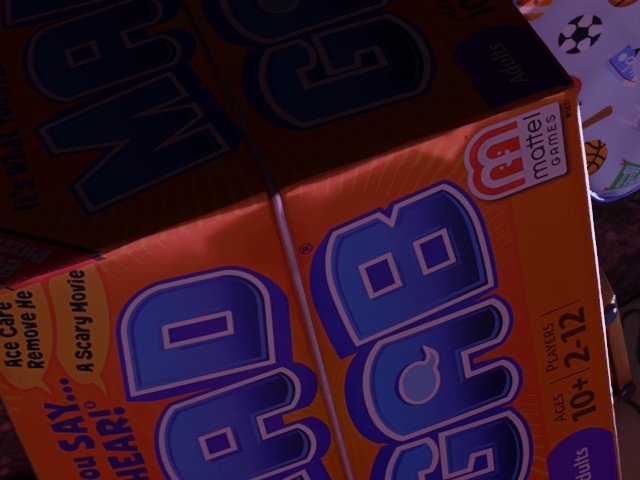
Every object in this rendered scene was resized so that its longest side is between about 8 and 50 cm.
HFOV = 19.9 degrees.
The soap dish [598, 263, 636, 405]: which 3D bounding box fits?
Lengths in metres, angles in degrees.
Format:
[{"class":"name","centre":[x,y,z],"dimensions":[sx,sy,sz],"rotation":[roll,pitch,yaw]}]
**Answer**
[{"class":"soap dish","centre":[0.157,0.141,1.655],"dimensions":[0.291,0.118,0.229],"rotation":[-42,148,-12]}]

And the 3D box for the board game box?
[{"class":"board game box","centre":[-0.044,-0.001,1.217],"dimensions":[0.356,0.356,0.356],"rotation":[-20,131,-6]}]

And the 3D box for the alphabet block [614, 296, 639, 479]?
[{"class":"alphabet block","centre":[0.316,0.204,1.820],"dimensions":[0.192,0.197,0.193],"rotation":[-26,142,3]}]

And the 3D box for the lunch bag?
[{"class":"lunch bag","centre":[0.233,-0.172,1.412],"dimensions":[0.243,0.115,0.303],"rotation":[-40,138,15]}]
